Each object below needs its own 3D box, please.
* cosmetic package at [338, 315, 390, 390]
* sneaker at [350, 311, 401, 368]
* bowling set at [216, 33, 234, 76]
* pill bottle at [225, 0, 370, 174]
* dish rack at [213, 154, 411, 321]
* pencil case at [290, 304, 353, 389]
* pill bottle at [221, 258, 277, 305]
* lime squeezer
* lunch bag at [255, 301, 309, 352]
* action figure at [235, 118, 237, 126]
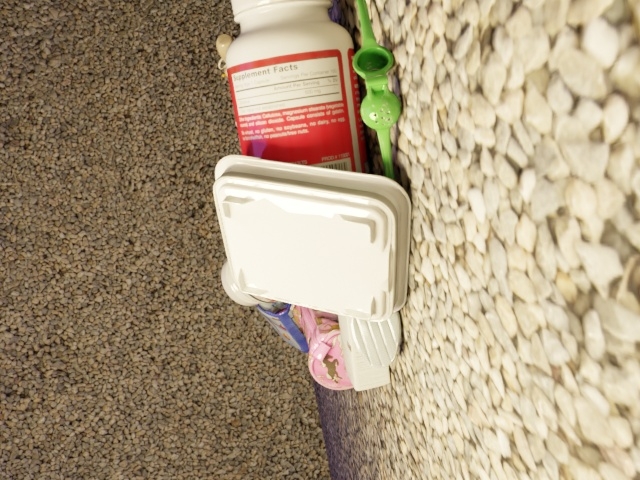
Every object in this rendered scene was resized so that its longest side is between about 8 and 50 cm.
[{"bbox_3d":[0.088,0.191,1.119,0.117,0.085,0.231,-126,26,-72],"label":"cosmetic package"},{"bbox_3d":[0.099,0.107,0.979,0.091,0.094,0.258,16,-116,-75],"label":"sneaker"},{"bbox_3d":[-0.083,-0.445,1.198,0.200,0.287,0.154,42,169,13],"label":"bowling set"},{"bbox_3d":[-0.041,-0.243,0.926,0.229,0.229,0.408,-128,29,-74],"label":"pill bottle"},{"bbox_3d":[-0.025,0.014,0.848,0.072,0.332,0.286,-59,-27,-48],"label":"dish rack"},{"bbox_3d":[0.020,0.241,1.379,0.386,0.167,0.160,-127,34,-71],"label":"pencil case"},{"bbox_3d":[-0.121,0.058,1.445,0.363,0.210,0.210,-31,66,47],"label":"pill bottle"},{"bbox_3d":[0.086,-0.225,0.748,0.110,0.058,0.310,-28,-72,-66],"label":"lime squeezer"},{"bbox_3d":[-0.144,0.218,2.013,0.385,0.239,0.328,61,179,43],"label":"lunch bag"},{"bbox_3d":[-0.076,-0.219,1.372,0.276,0.248,0.370,44,136,8],"label":"action figure"}]
